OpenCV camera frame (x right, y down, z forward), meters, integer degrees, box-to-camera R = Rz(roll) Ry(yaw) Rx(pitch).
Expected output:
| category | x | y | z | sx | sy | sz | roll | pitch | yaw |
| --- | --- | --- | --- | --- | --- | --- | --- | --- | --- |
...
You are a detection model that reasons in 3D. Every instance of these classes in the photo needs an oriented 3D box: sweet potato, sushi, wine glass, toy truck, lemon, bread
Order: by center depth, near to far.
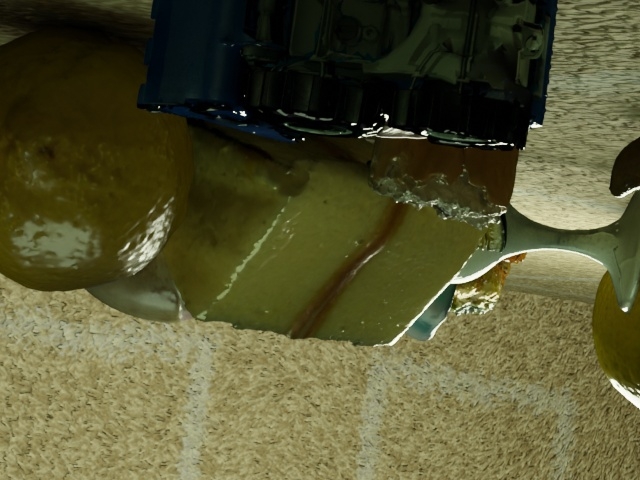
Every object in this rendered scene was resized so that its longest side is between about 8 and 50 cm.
| category | x | y | z | sx | sy | sz | roll | pitch | yaw |
| --- | --- | --- | --- | --- | --- | --- | --- | --- | --- |
| toy truck | 0.018 | -0.108 | 0.945 | 0.208 | 0.113 | 0.126 | 7 | 178 | 15 |
| lemon | -0.195 | -0.061 | 1.368 | 0.204 | 0.204 | 0.260 | 7 | 176 | -1 |
| bread | 0.102 | -0.069 | 1.411 | 0.125 | 0.106 | 0.082 | 14 | 180 | -29 |
| sweet potato | 0.295 | -0.069 | 1.422 | 0.069 | 0.059 | 0.249 | 20 | 170 | -8 |
| bread | -0.014 | -0.066 | 1.544 | 0.263 | 0.236 | 0.198 | 10 | 132 | -43 |
| wine glass | 0.183 | -0.013 | 1.882 | 0.321 | 0.143 | 0.143 | 9 | 176 | 3 |
| lemon | 0.458 | 0.103 | 2.220 | 0.267 | 0.267 | 0.267 | 7 | 176 | 0 |
| sushi | 0.163 | 0.031 | 2.499 | 0.274 | 0.139 | 0.184 | 7 | 178 | 5 |

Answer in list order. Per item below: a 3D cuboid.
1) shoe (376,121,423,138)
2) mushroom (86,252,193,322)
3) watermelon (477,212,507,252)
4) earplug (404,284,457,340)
| category | x | y | z | sx | sy | sz | roll | pitch | yaw |
| --- | --- | --- | --- | --- | --- | --- | --- | --- | --- |
| shoe | 0.045 | -0.105 | 1.245 | 0.109 | 0.069 | 0.072 | -3 | 146 | -34 |
| mushroom | -0.147 | -0.030 | 1.776 | 0.254 | 0.255 | 0.184 | 7 | 142 | -3 |
| watermelon | 0.102 | -0.055 | 1.766 | 0.181 | 0.092 | 0.075 | 15 | 164 | 10 |
| earplug | 0.000 | 0.000 | 2.244 | 0.324 | 0.185 | 0.185 | 14 | 175 | -14 |
